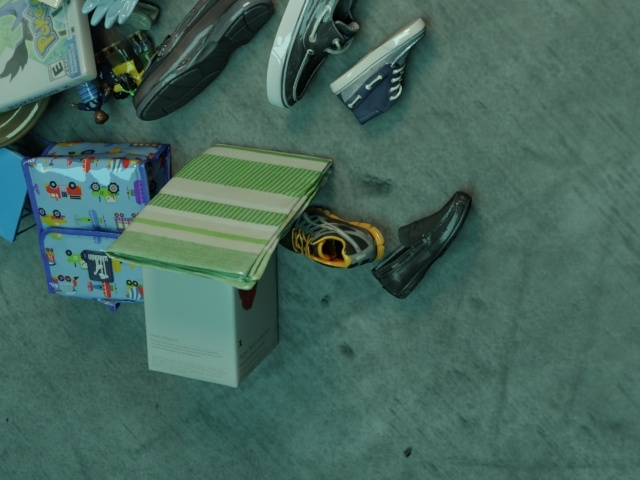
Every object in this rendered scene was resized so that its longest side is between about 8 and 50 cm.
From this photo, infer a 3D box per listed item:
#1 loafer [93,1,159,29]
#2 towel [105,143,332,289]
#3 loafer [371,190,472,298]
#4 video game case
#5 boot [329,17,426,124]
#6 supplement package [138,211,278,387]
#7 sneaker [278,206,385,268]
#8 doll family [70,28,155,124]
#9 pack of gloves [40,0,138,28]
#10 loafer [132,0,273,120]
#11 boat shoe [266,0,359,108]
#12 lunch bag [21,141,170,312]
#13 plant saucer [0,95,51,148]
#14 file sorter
[{"bbox_3d":[-0.326,-0.386,1.764,0.125,0.039,0.045,22,150,19],"label":"loafer"},{"bbox_3d":[-0.146,-0.049,1.654,0.248,0.325,0.038,11,130,20],"label":"towel"},{"bbox_3d":[0.159,0.001,1.680,0.078,0.076,0.223,35,124,-2],"label":"loafer"},{"bbox_3d":[-0.522,-0.387,1.769,0.300,0.036,0.329,-14,81,25],"label":"video game case"},{"bbox_3d":[0.106,-0.257,1.612,0.190,0.069,0.086,-33,102,38],"label":"boot"},{"bbox_3d":[-0.185,0.070,1.800,0.175,0.177,0.293,8,114,21],"label":"supplement package"},{"bbox_3d":[0.000,0.000,1.731,0.215,0.083,0.084,8,116,40],"label":"sneaker"},{"bbox_3d":[-0.346,-0.273,1.797,0.193,0.076,0.111,-18,107,33],"label":"doll family"},{"bbox_3d":[-0.344,-0.451,1.691,0.195,0.046,0.232,27,80,14],"label":"pack of gloves"},{"bbox_3d":[-0.203,-0.316,1.710,0.302,0.109,0.095,-39,73,25],"label":"loafer"},{"bbox_3d":[0.007,-0.328,1.604,0.102,0.108,0.301,27,112,13],"label":"boat shoe"},{"bbox_3d":[-0.377,-0.016,1.849,0.221,0.138,0.293,2,110,11],"label":"lunch bag"},{"bbox_3d":[-0.589,-0.295,1.846,0.278,0.041,0.278,-2,84,20],"label":"plant saucer"},{"bbox_3d":[-0.562,-0.108,1.935,0.118,0.104,0.170,31,119,11],"label":"file sorter"}]
